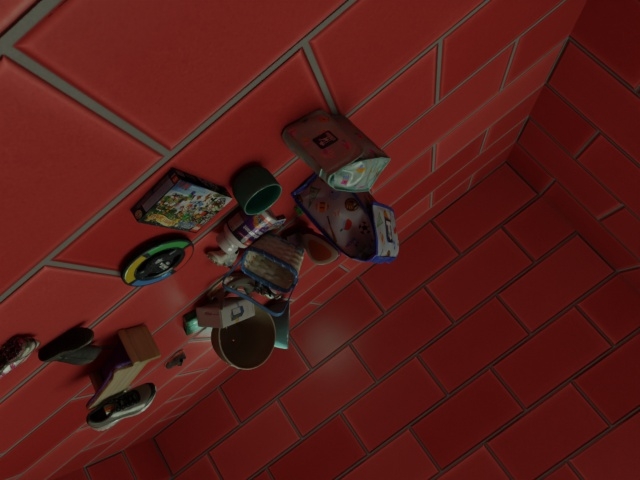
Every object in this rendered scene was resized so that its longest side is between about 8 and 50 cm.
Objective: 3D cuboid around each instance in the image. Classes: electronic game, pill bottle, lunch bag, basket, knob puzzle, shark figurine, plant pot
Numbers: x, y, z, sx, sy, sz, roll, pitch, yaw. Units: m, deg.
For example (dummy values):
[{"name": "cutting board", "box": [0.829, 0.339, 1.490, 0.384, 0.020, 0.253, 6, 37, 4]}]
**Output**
[{"name": "electronic game", "box": [-0.495, 0.067, 1.272, 0.229, 0.048, 0.229, -34, 162, -12]}, {"name": "pill bottle", "box": [-0.249, -0.043, 1.369, 0.193, 0.108, 0.108, -40, 163, 8]}, {"name": "lunch bag", "box": [0.040, -0.254, 1.200, 0.262, 0.223, 0.160, -12, 145, -50]}, {"name": "basket", "box": [-0.198, 0.126, 1.591, 0.289, 0.254, 0.201, -57, 175, -42]}, {"name": "knob puzzle", "box": [-0.411, 0.205, 1.830, 0.213, 0.030, 0.213, -33, 162, -12]}, {"name": "shark figurine", "box": [-0.330, 0.201, 1.776, 0.166, 0.116, 0.278, -60, 161, 15]}, {"name": "plant pot", "box": [-0.289, 0.515, 2.542, 0.195, 0.290, 0.290, 1, 157, -3]}, {"name": "lunch bag", "box": [0.133, -0.079, 1.564, 0.239, 0.385, 0.328, -42, 161, 17]}]

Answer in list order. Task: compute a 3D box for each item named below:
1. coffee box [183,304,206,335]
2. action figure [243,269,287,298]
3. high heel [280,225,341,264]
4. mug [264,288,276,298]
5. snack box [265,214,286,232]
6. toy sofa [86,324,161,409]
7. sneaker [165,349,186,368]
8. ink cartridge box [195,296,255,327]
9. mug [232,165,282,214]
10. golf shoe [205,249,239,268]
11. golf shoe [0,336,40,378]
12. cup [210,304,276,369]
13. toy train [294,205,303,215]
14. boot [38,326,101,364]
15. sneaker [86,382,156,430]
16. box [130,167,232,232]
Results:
[{"name": "coffee box", "box": [-0.575, 0.369, 1.913, 0.113, 0.040, 0.184, -28, 160, -28]}, {"name": "action figure", "box": [-0.225, 0.199, 2.001, 0.275, 0.141, 0.164, -32, 164, -28]}, {"name": "high heel", "box": [0.000, 0.000, 1.693, 0.181, 0.377, 0.127, -18, 113, -34]}, {"name": "mug", "box": [-0.283, 0.283, 2.240, 0.078, 0.062, 0.064, -43, 155, -4]}, {"name": "snack box", "box": [-0.211, -0.053, 1.566, 0.178, 0.022, 0.064, -19, 154, -45]}, {"name": "toy sofa", "box": [-0.798, 0.497, 1.621, 0.177, 0.150, 0.362, -6, 146, -53]}, {"name": "sneaker", "box": [-0.773, 0.653, 2.217, 0.158, 0.065, 0.061, -45, 161, 24]}, {"name": "ink cartridge box", "box": [-0.420, 0.315, 1.840, 0.154, 0.093, 0.212, -5, -178, 31]}, {"name": "mug", "box": [-0.200, -0.145, 1.221, 0.158, 0.097, 0.129, -47, 161, 31]}, {"name": "golf shoe", "box": [-0.354, 0.047, 1.507, 0.086, 0.069, 0.176, -55, 168, 0]}, {"name": "golf shoe", "box": [-0.891, 0.348, 1.185, 0.186, 0.067, 0.086, -38, 164, 1]}, {"name": "cup", "box": [-0.431, 0.493, 2.138, 0.331, 0.331, 0.237, -20, -179, -44]}, {"name": "toy train", "box": [-0.084, -0.120, 1.653, 0.024, 0.017, 0.083, -47, 163, -1]}, {"name": "boot", "box": [-0.801, 0.364, 1.394, 0.189, 0.076, 0.208, -22, 155, -2]}, {"name": "sneaker", "box": [-0.786, 0.657, 1.644, 0.271, 0.100, 0.108, -28, 154, -19]}, {"name": "box", "box": [-0.362, -0.098, 1.111, 0.159, 0.044, 0.233, -41, 162, 12]}]
